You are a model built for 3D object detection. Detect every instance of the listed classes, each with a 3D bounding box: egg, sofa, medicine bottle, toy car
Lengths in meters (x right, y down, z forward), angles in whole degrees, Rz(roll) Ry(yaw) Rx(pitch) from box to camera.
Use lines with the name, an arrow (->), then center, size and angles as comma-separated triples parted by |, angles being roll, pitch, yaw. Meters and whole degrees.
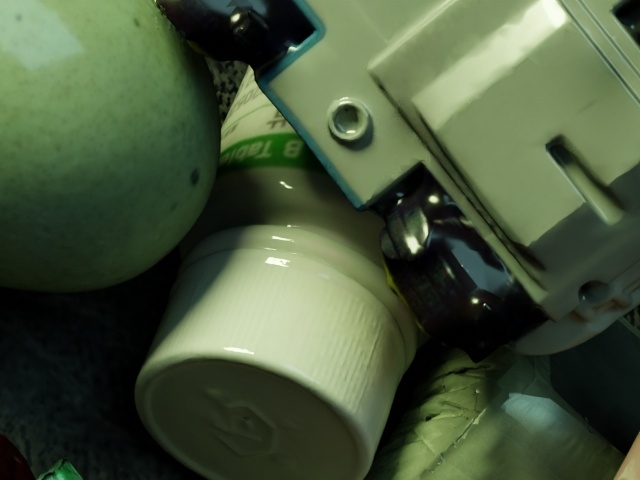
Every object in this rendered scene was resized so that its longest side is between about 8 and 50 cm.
egg -> -0.151, -0.073, 0.830 | 0.236, 0.169, 0.169 | 33, 50, -15
sofa -> 0.106, 0.135, 0.972 | 0.210, 0.176, 0.225 | 38, 20, -14
medicine bottle -> 0.000, 0.000, 0.928 | 0.139, 0.139, 0.237 | 36, 50, -16
toy car -> 0.064, -0.104, 0.825 | 0.314, 0.198, 0.166 | 50, 12, -2

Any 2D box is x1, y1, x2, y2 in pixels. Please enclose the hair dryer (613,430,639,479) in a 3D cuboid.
hair dryer -> 0.091, 0.176, 0.798 | 0.210, 0.125, 0.352 | 30, 85, -30

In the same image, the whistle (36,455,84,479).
whistle -> -0.069, 0.179, 0.842 | 0.186, 0.039, 0.039 | 52, 47, -3

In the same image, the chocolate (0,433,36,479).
chocolate -> -0.145, 0.134, 0.761 | 0.149, 0.080, 0.125 | 49, 39, -23
